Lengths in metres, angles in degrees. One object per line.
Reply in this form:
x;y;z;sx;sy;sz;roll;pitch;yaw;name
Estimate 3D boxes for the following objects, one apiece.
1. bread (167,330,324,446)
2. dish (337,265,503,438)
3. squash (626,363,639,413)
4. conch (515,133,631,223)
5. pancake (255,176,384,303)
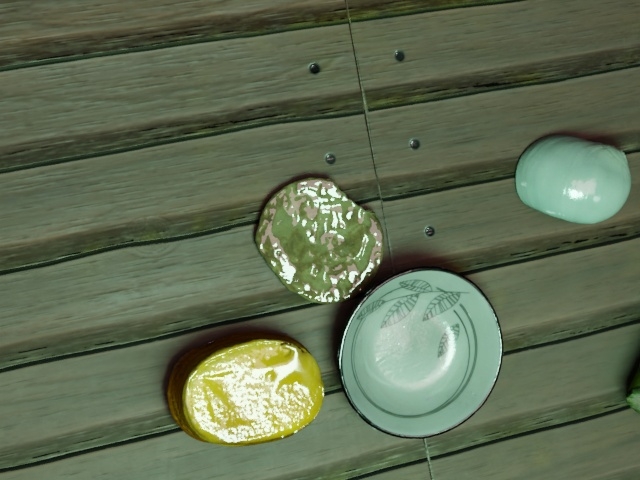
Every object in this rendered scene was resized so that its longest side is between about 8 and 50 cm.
-0.126;0.259;1.677;0.269;0.142;0.195;-9;91;-16;bread
0.170;0.199;1.773;0.316;0.106;0.316;-1;94;-14;dish
0.762;0.194;1.851;0.310;0.310;0.309;20;71;-14;squash
0.488;-0.124;1.854;0.221;0.121;0.185;-2;62;-10;conch
-0.001;0.000;1.758;0.236;0.042;0.222;17;91;-11;pancake
